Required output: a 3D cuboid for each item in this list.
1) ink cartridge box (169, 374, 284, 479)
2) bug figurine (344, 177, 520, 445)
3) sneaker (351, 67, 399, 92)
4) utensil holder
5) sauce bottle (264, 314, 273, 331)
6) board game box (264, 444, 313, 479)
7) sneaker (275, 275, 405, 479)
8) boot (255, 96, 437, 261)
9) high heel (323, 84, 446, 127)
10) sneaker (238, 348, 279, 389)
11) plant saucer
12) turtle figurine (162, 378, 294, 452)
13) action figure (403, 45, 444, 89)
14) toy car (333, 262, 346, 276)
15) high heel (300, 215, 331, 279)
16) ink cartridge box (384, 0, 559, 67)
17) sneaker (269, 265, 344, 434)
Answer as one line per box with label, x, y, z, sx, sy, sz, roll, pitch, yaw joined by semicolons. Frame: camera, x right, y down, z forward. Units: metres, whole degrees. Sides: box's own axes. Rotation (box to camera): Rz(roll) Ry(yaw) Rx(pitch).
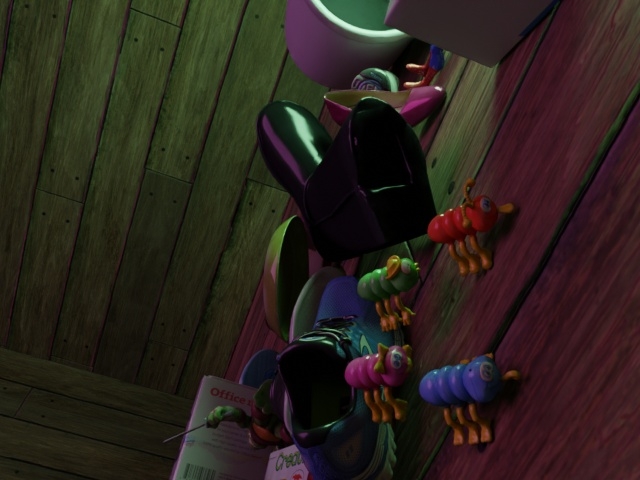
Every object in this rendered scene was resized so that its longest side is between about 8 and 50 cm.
ink cartridge box;-0.212;0.495;1.396;0.131;0.226;0.307;128;160;-61
bug figurine;0.112;0.074;0.644;0.216;0.072;0.279;-31;37;42
sneaker;0.116;-0.214;1.280;0.129;0.110;0.297;-33;-37;-54
utensil holder;0.082;-0.548;1.383;0.385;0.327;0.328;166;122;-81
sauce bottle;-0.089;0.194;1.617;0.344;0.111;0.112;140;147;-73
board game box;-0.016;0.381;0.852;0.305;0.053;0.193;-44;28;53
sneaker;0.027;0.148;0.767;0.129;0.147;0.330;-20;32;17
boot;0.019;-0.140;1.046;0.146;0.367;0.445;-30;-1;-9
high heel;0.110;-0.254;1.096;0.244;0.117;0.082;-4;50;57
sneaker;-0.188;0.463;1.635;0.208;0.127;0.319;123;164;-53
plant saucer;-0.065;0.073;1.150;0.241;0.037;0.241;3;-90;-78
turtle figurine;-0.133;0.410;1.213;0.198;0.274;0.266;64;144;25
action figure;0.189;-0.393;1.041;0.280;0.138;0.092;123;161;-50
toy car;-0.003;0.190;1.243;0.225;0.053;0.239;-73;6;-48
high heel;0.000;0.000;1.470;0.181;0.127;0.377;-59;-7;-28
ink cartridge box;0.209;-0.386;0.780;0.171;0.168;0.233;134;153;-69
sneaker;-0.028;0.195;1.080;0.147;0.104;0.296;145;138;-66
